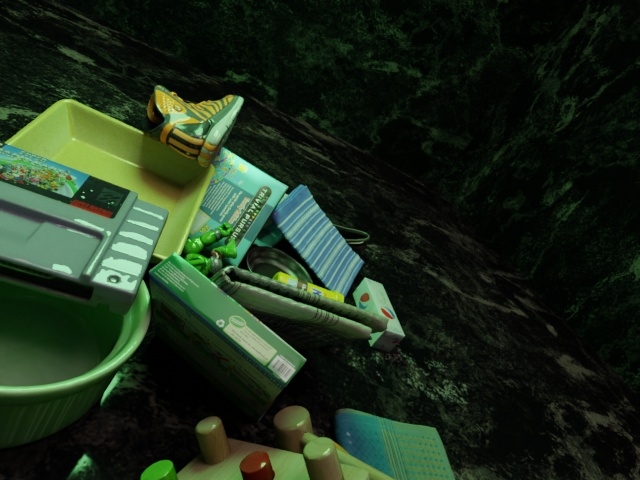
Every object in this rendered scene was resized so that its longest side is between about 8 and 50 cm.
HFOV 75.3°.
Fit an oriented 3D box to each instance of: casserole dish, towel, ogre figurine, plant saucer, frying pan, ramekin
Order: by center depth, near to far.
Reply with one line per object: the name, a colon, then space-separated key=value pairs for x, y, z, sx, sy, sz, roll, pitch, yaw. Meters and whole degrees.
ramekin: x=-0.407 y=0.118 z=0.561 sx=0.304 sy=0.148 sz=0.303 roll=28 pitch=25 yaw=-14
towel: x=0.160 y=0.486 z=0.724 sx=0.272 sy=0.040 sz=0.370 roll=22 pitch=29 yaw=-22
towel: x=-0.084 y=0.152 z=0.770 sx=0.325 sy=0.312 sz=0.056 roll=21 pitch=60 yaw=-26
plant saucer: x=-0.403 y=-0.104 z=0.800 sx=0.333 sy=0.081 sz=0.332 roll=23 pitch=37 yaw=-17
ogre figurine: x=-0.242 y=0.056 z=0.911 sx=0.118 sy=0.196 sz=0.097 roll=-3 pitch=-2 yaw=-21
frying pan: x=-0.055 y=0.116 z=1.112 sx=0.326 sy=0.053 sz=0.197 roll=26 pitch=27 yaw=-21
casserole dish: x=-0.177 y=-0.016 z=1.220 sx=0.114 sy=0.037 sz=0.188 roll=36 pitch=24 yaw=6
towel: x=0.000 y=0.000 z=1.256 sx=0.336 sy=0.040 sz=0.243 roll=51 pitch=32 yaw=-9

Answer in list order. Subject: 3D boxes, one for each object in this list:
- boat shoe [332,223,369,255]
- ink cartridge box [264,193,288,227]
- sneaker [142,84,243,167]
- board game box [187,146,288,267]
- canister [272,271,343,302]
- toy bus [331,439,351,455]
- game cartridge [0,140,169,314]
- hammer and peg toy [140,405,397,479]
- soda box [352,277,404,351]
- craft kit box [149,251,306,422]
boat shoe: x=0.020 y=-0.032 z=1.413 sx=0.335 sy=0.095 sz=0.112 roll=19 pitch=32 yaw=-29
ink cartridge box: x=-0.177 y=-0.114 z=1.272 sx=0.128 sy=0.072 sz=0.175 roll=30 pitch=22 yaw=9
sneaker: x=-0.292 y=-0.300 z=0.962 sx=0.180 sy=0.124 sz=0.321 roll=26 pitch=29 yaw=-14
board game box: x=-0.291 y=-0.114 z=1.036 sx=0.336 sy=0.079 sz=0.253 roll=32 pitch=67 yaw=-6
canister: x=-0.043 y=0.158 z=0.980 sx=0.170 sy=0.073 sz=0.126 roll=23 pitch=69 yaw=-18
toy bus: x=-0.027 y=0.422 z=0.522 sx=0.130 sy=0.108 sz=0.333 roll=39 pitch=25 yaw=10
game cartridge: x=-0.412 y=-0.041 z=0.578 sx=0.355 sy=0.068 sz=0.230 roll=21 pitch=34 yaw=-20
hammer and peg toy: x=-0.075 y=0.297 z=0.476 sx=0.361 sy=0.266 sz=0.127 roll=-25 pitch=105 yaw=-54
soda box: x=0.160 y=0.207 z=1.182 sx=0.069 sy=0.073 sz=0.216 roll=22 pitch=27 yaw=-24
craft kit box: x=-0.161 y=0.169 z=0.665 sx=0.250 sy=0.246 sz=0.061 roll=38 pitch=51 yaw=7
